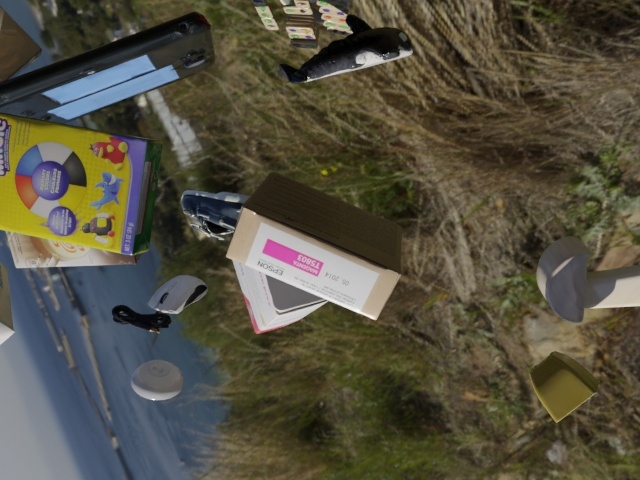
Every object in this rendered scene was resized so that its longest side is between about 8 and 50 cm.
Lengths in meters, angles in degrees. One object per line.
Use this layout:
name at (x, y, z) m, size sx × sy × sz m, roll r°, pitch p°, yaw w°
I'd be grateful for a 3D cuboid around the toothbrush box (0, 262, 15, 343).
toothbrush box at (-0.429, 0.032, 0.501) m, size 0.283 × 0.206 × 0.122 m, roll 53°, pitch 175°, yaw -40°

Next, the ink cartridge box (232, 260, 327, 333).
ink cartridge box at (-0.103, 0.078, 1.490) m, size 0.306 × 0.131 × 0.226 m, roll 138°, pitch 117°, yaw -68°

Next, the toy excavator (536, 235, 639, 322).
toy excavator at (0.630, -0.016, 1.019) m, size 0.222 × 0.433 × 0.445 m, roll -81°, pitch 12°, yaw -71°

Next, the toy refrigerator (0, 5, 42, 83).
toy refrigerator at (-0.593, -0.257, 1.042) m, size 0.102 × 0.269 × 0.094 m, roll 48°, pitch 168°, yaw -24°

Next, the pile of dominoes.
pile of dominoes at (-0.041, -0.455, 1.295) m, size 0.251 × 0.196 × 0.040 m, roll 32°, pitch -115°, yaw -80°

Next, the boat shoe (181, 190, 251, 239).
boat shoe at (-0.183, -0.043, 1.165) m, size 0.254 × 0.095 × 0.079 m, roll 6°, pitch 84°, yaw 47°

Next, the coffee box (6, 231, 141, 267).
coffee box at (-0.496, -0.030, 1.304) m, size 0.098 × 0.246 × 0.141 m, roll -91°, pitch -1°, yaw -63°

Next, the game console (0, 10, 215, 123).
game console at (-0.367, -0.276, 1.102) m, size 0.342 × 0.386 × 0.060 m, roll -136°, pitch 24°, yaw -77°

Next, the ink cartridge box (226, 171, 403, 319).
ink cartridge box at (0.000, 0.000, 0.952) m, size 0.234 × 0.193 × 0.088 m, roll 24°, pitch 113°, yaw 0°

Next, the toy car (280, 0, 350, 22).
toy car at (-0.006, -0.635, 1.600) m, size 0.159 × 0.182 × 0.136 m, roll 19°, pitch 90°, yaw 60°

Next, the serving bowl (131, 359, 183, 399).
serving bowl at (-0.263, 0.220, 1.040) m, size 0.083 × 0.083 × 0.027 m, roll 40°, pitch 127°, yaw 42°

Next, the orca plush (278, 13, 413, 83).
orca plush at (0.052, -0.386, 1.260) m, size 0.151 × 0.287 × 0.102 m, roll -152°, pitch 45°, yaw -74°

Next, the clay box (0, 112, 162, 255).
clay box at (-0.294, -0.067, 0.707) m, size 0.053 × 0.222 × 0.127 m, roll -45°, pitch -36°, yaw -81°

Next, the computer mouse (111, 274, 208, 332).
computer mouse at (-0.277, 0.103, 1.164) m, size 0.106 × 0.193 × 0.042 m, roll 9°, pitch 115°, yaw 22°

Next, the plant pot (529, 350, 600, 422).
plant pot at (0.383, 0.226, 1.025) m, size 0.081 × 0.081 × 0.083 m, roll -47°, pitch 72°, yaw 19°
